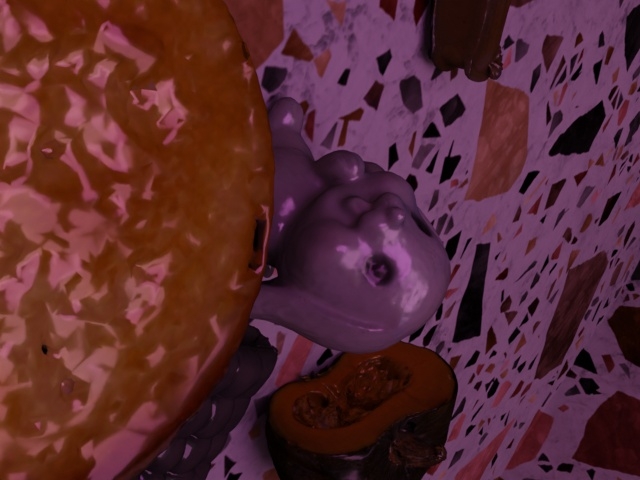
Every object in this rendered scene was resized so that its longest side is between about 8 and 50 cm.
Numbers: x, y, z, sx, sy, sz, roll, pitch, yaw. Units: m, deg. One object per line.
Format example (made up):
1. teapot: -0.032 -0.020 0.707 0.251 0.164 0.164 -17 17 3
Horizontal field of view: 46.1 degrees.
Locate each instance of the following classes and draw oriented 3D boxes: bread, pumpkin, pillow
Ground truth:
1. bread: -0.207 -0.014 0.400 0.398 0.215 0.398 -11 105 -44
2. pumpkin: 0.075 0.311 1.117 0.325 0.242 0.232 -22 122 -38
3. pillow: -0.170 0.177 0.790 0.228 0.101 0.326 -58 155 0

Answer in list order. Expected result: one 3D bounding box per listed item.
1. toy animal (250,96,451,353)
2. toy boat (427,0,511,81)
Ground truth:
1. toy animal: -0.019 0.002 0.757 0.249 0.289 0.174 -24 138 -14
2. toy boat: 0.208 -0.355 0.929 0.121 0.089 0.321 -33 137 -43
